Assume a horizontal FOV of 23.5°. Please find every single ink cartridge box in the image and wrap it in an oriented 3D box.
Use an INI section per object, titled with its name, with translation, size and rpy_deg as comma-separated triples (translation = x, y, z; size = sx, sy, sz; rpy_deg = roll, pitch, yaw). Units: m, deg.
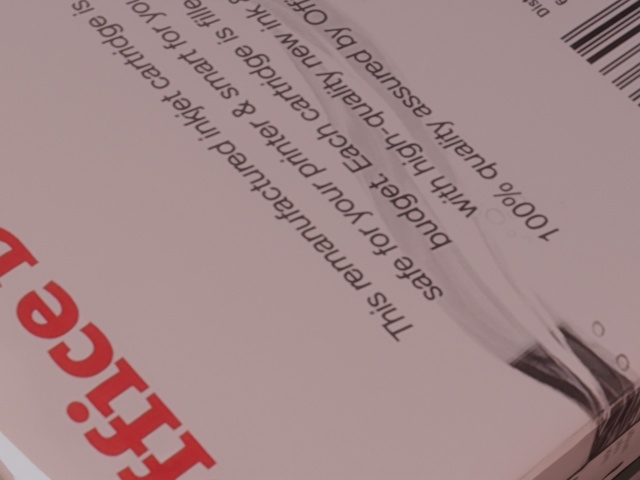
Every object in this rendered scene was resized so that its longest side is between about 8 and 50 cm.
[ink cartridge box]
translation = 0.011, -0.013, 0.434
size = 0.289, 0.121, 0.211
rpy_deg = -34, 66, -25
